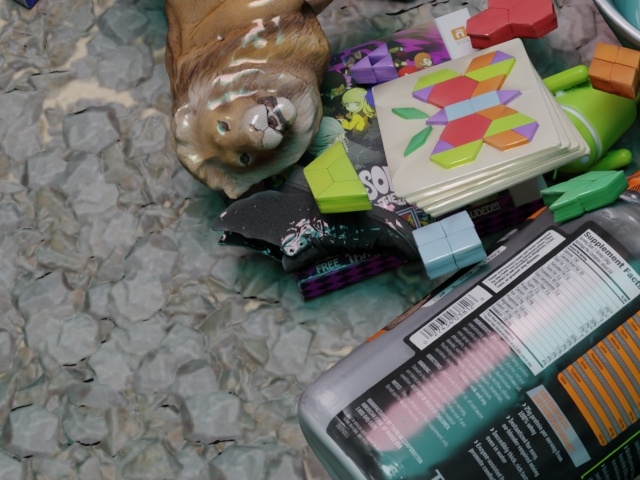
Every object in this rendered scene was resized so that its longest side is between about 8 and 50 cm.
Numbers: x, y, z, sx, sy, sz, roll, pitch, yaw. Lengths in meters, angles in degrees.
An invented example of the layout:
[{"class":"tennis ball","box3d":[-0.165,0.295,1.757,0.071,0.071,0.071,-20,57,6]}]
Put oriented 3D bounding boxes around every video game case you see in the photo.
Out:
[{"class":"video game case","box3d":[0.059,-0.079,1.419,0.232,0.042,0.210,-19,62,-1]}]

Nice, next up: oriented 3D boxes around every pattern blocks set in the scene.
[{"class":"pattern blocks set","box3d":[0.122,-0.097,1.299,0.285,0.026,0.325,-27,36,-6]}]

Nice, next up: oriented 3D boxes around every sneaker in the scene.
[{"class":"sneaker","box3d":[0.000,-0.001,1.341,0.170,0.051,0.089,29,73,24]}]

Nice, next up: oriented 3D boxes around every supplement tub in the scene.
[{"class":"supplement tub","box3d":[0.168,0.104,1.226,0.338,0.207,0.207,-36,65,-10]}]

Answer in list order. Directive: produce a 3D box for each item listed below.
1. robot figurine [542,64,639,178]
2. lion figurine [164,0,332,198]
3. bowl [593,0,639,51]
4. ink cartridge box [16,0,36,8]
[{"class":"robot figurine","box3d":[0.226,-0.104,1.386,0.115,0.101,0.067,-42,26,-28]},{"class":"lion figurine","box3d":[-0.102,-0.248,1.371,0.240,0.142,0.392,-36,87,1]},{"class":"bowl","box3d":[0.366,-0.232,1.380,0.311,0.163,0.311,-3,65,6]},{"class":"ink cartridge box","box3d":[-0.339,-0.317,1.585,0.207,0.046,0.097,30,71,20]}]
